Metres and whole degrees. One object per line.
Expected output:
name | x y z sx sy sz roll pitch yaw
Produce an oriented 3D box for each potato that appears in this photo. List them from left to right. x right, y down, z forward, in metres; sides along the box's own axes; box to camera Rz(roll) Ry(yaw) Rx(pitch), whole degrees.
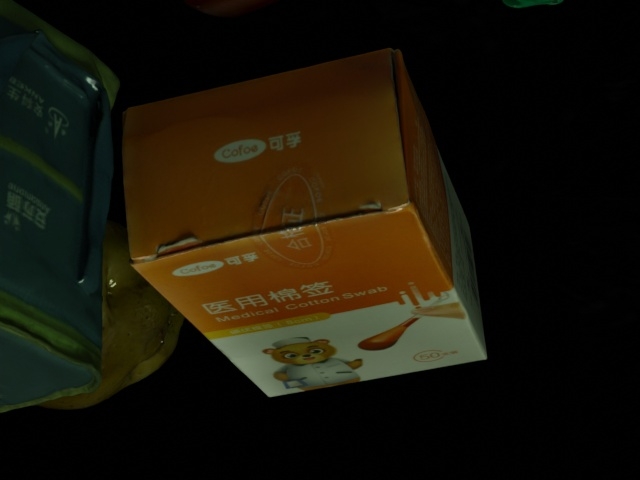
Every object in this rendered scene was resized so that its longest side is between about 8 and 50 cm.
potato | -0.289 0.049 1.129 0.369 0.176 0.195 13 176 -26

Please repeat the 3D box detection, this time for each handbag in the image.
handbag | -0.264 -0.027 0.867 0.222 0.241 0.263 -16 153 24

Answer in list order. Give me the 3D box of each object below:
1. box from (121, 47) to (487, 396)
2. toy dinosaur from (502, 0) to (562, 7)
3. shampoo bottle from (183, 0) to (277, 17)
box | 0.000 0.000 1.094 0.225 0.143 0.341 -11 152 12
toy dinosaur | 0.157 -0.187 0.841 0.132 0.059 0.096 -17 162 41
shampoo bottle | 0.032 -0.192 0.732 0.260 0.064 0.102 -13 173 36
